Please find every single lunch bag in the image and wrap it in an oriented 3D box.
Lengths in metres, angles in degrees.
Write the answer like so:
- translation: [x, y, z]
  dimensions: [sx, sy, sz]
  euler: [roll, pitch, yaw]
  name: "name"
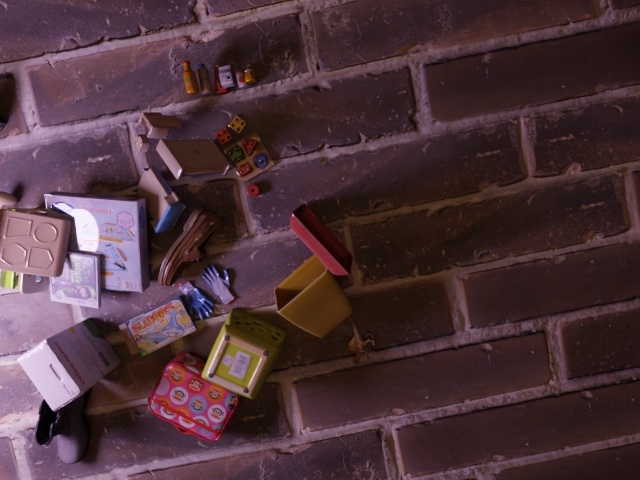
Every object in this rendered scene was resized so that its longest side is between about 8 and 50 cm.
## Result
- translation: [-0.445, 0.565, 1.596]
  dimensions: [0.293, 0.120, 0.258]
  euler: [27, 98, -1]
  name: "lunch bag"

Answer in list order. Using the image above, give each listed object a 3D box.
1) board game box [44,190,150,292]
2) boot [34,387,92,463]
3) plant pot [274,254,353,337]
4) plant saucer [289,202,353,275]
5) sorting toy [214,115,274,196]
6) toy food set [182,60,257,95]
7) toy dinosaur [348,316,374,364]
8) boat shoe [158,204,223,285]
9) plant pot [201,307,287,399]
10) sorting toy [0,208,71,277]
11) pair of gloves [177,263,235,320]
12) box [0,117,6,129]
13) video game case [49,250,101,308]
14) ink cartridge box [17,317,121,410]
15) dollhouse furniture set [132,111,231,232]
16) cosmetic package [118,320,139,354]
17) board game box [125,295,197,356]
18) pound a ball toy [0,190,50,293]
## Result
- translation: [-0.746, 0.005, 1.524]
  dimensions: [0.318, 0.066, 0.318]
  euler: [6, 107, 4]
  name: "board game box"
- translation: [-0.892, 0.644, 1.542]
  dimensions: [0.118, 0.223, 0.338]
  euler: [3, 95, -1]
  name: "boot"
- translation: [-0.013, 0.197, 1.525]
  dimensions: [0.212, 0.212, 0.187]
  euler: [-40, 106, 3]
  name: "plant pot"
- translation: [0.000, 0.000, 1.475]
  dimensions: [0.047, 0.259, 0.258]
  euler: [-42, 94, 13]
  name: "plant saucer"
- translation: [-0.251, -0.294, 1.550]
  dimensions: [0.132, 0.046, 0.275]
  euler: [-30, 94, 2]
  name: "sorting toy"
- translation: [-0.330, -0.551, 1.493]
  dimensions: [0.232, 0.111, 0.105]
  euler: [-12, 95, 3]
  name: "toy food set"
- translation: [0.143, 0.359, 1.607]
  dimensions: [0.092, 0.053, 0.183]
  euler: [-6, 95, 2]
  name: "toy dinosaur"
- translation: [-0.444, 0.034, 1.546]
  dimensions: [0.104, 0.111, 0.307]
  euler: [29, 95, -2]
  name: "boat shoe"
- translation: [-0.260, 0.389, 1.532]
  dimensions: [0.227, 0.207, 0.228]
  euler: [25, 94, -2]
  name: "plant pot"
- translation: [-0.924, 0.010, 1.439]
  dimensions: [0.208, 0.038, 0.193]
  euler: [11, 94, -24]
  name: "sorting toy"
- translation: [-0.400, 0.181, 1.604]
  dimensions: [0.198, 0.023, 0.159]
  euler: [-34, 95, 3]
  name: "pair of gloves"
- translation: [-1.166, -0.358, 1.489]
  dimensions: [0.077, 0.147, 0.180]
  euler: [42, 94, -4]
  name: "box"
- translation: [-0.827, 0.128, 1.522]
  dimensions: [0.173, 0.022, 0.191]
  euler: [8, 108, 3]
  name: "video game case"
- translation: [-0.816, 0.398, 1.493]
  dimensions: [0.117, 0.278, 0.201]
  euler: [-33, 94, 2]
  name: "ink cartridge box"
- translation: [-0.504, -0.224, 1.547]
  dimensions: [0.286, 0.198, 0.303]
  euler: [52, 125, 17]
  name: "dollhouse furniture set"
- translation: [-0.662, 0.340, 1.607]
  dimensions: [0.060, 0.041, 0.115]
  euler: [-23, 95, 1]
  name: "cosmetic package"
- translation: [-0.557, 0.298, 1.585]
  dimensions: [0.201, 0.035, 0.136]
  euler: [-27, 95, -11]
  name: "board game box"
- translation: [-1.014, 0.003, 1.547]
  dimensions: [0.208, 0.135, 0.319]
  euler: [9, 94, 22]
  name: "pound a ball toy"
